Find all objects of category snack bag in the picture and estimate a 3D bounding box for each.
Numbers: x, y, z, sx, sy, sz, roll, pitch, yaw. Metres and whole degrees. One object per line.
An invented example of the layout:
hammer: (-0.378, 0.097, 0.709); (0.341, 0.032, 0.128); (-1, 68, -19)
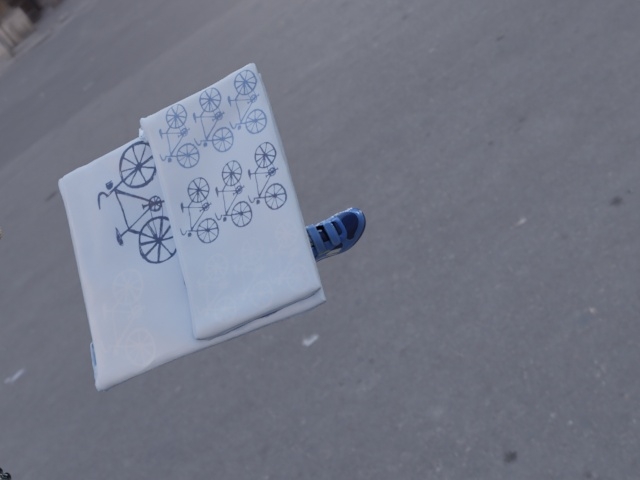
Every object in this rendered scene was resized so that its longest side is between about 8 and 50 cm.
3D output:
snack bag: (-0.181, -0.015, 1.185); (0.342, 0.037, 0.323); (-23, 70, 20)

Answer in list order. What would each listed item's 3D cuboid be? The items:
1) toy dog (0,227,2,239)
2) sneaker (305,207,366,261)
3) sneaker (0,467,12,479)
toy dog: (-0.456, -0.032, 0.950); (0.220, 0.161, 0.334); (-37, -5, -22)
sneaker: (0.000, 0.000, 1.353); (0.144, 0.053, 0.059); (-32, -17, 9)
sneaker: (-0.368, 0.293, 1.064); (0.124, 0.178, 0.295); (-64, 33, 23)
